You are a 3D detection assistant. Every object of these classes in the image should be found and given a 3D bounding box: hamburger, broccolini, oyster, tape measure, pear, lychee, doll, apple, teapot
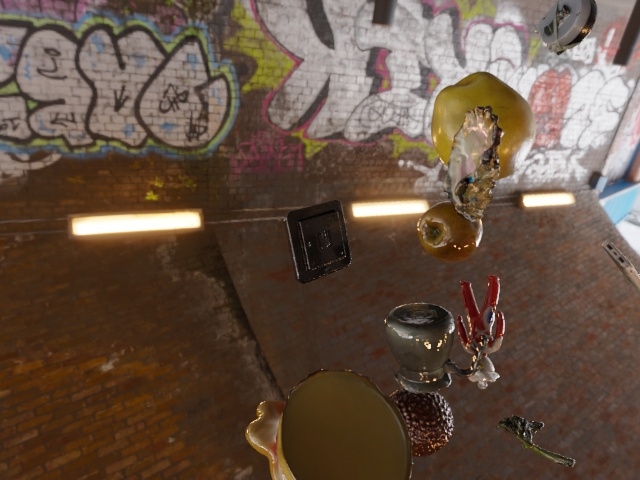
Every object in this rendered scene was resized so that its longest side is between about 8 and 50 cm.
[{"bbox_3d":[0.007,0.406,0.806,0.302,0.186,0.261,23,-138,-5],"label":"hamburger"},{"bbox_3d":[0.637,0.575,1.185,0.123,0.062,0.271,-17,-177,-11],"label":"broccolini"},{"bbox_3d":[0.352,-0.171,0.950,0.092,0.260,0.198,9,-175,-5],"label":"oyster"},{"bbox_3d":[0.865,-0.767,1.450,0.107,0.181,0.182,9,-128,-15],"label":"tape measure"},{"bbox_3d":[0.604,-0.415,1.555,0.362,0.418,0.362,-28,-158,12],"label":"pear"},{"bbox_3d":[0.383,0.714,1.638,0.304,0.276,0.276,27,-159,-15],"label":"lychee"},{"bbox_3d":[0.565,0.321,1.456,0.099,0.384,0.188,14,157,-27],"label":"doll"},{"bbox_3d":[0.534,-0.037,1.726,0.264,0.264,0.264,6,-155,-3],"label":"apple"},{"bbox_3d":[0.369,0.367,1.380,0.305,0.285,0.223,-9,-168,-19],"label":"teapot"}]

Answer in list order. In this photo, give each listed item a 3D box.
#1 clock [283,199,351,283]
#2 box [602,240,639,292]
[{"bbox_3d":[0.000,0.000,1.573,0.273,0.279,0.049,-19,-167,-37],"label":"clock"},{"bbox_3d":[1.138,0.116,1.519,0.285,0.044,0.142,35,-150,-29],"label":"box"}]
